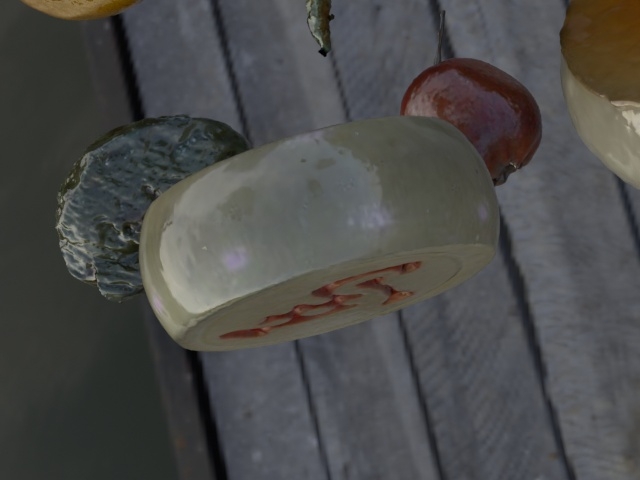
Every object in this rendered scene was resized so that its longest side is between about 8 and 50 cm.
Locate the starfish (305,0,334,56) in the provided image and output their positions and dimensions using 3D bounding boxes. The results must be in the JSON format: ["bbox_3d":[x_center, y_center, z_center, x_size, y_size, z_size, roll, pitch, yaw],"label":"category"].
[{"bbox_3d":[-0.072,-0.329,1.046,0.078,0.358,0.347,-21,53,17],"label":"starfish"}]

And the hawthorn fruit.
[{"bbox_3d":[0.161,-0.155,1.670,0.162,0.162,0.203,-44,72,28],"label":"hawthorn fruit"}]

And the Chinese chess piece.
[{"bbox_3d":[0.000,0.000,1.047,0.273,0.273,0.102,-24,75,35],"label":"Chinese chess piece"}]

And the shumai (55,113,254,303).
[{"bbox_3d":[-0.192,-0.061,1.684,0.256,0.218,0.189,-31,102,6],"label":"shumai"}]

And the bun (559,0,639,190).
[{"bbox_3d":[0.296,-0.119,0.824,0.299,0.165,0.299,-30,31,21],"label":"bun"}]

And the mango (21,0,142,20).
[{"bbox_3d":[-0.254,-0.319,1.445,0.359,0.144,0.187,33,114,47],"label":"mango"}]
